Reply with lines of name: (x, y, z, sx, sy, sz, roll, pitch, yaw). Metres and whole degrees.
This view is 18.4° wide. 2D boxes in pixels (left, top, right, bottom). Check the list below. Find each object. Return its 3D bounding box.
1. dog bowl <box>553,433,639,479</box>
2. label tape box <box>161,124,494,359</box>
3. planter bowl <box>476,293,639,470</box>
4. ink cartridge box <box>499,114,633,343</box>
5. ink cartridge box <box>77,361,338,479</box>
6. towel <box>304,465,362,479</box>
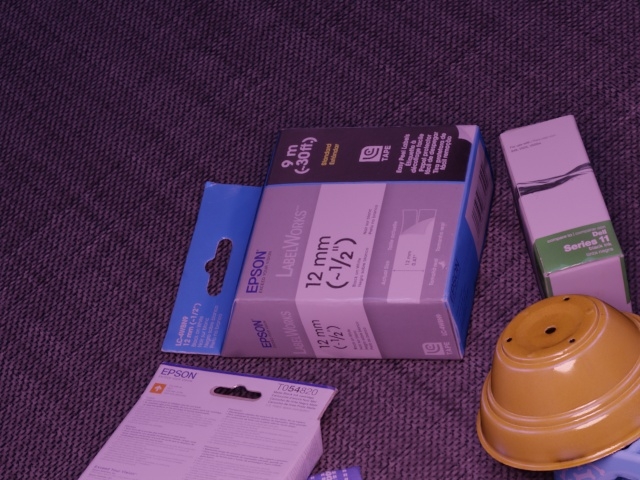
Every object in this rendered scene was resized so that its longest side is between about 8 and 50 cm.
dog bowl: (0.337, 0.185, 1.874, 0.297, 0.074, 0.166, 8, 44, 48)
label tape box: (0.000, 0.000, 2.173, 0.347, 0.115, 0.249, 1, 51, 16)
planter bowl: (0.235, 0.115, 1.905, 0.217, 0.090, 0.217, -22, 28, 12)
ink cartridge box: (0.258, -0.005, 2.070, 0.086, 0.153, 0.208, -16, 49, 3)
ink cartridge box: (-0.118, 0.225, 2.043, 0.223, 0.045, 0.224, 7, 40, 27)
towel: (-0.097, 0.364, 1.955, 0.336, 0.040, 0.243, -16, 47, 1)
